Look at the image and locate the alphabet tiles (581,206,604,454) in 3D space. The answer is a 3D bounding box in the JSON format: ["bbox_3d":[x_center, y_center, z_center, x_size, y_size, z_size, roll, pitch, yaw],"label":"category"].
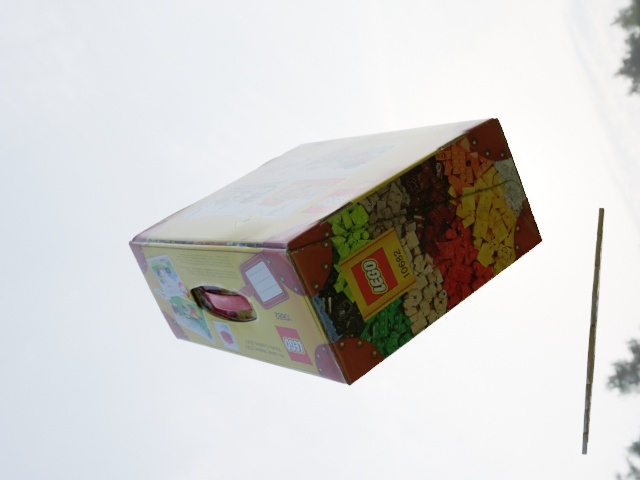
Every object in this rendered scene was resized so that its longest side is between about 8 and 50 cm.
[{"bbox_3d":[0.402,0.132,1.326,0.342,0.011,0.285,77,-156,-43],"label":"alphabet tiles"}]

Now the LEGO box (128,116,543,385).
[{"bbox_3d":[0.000,0.000,1.317,0.373,0.500,0.193,-32,-72,-27],"label":"LEGO box"}]
